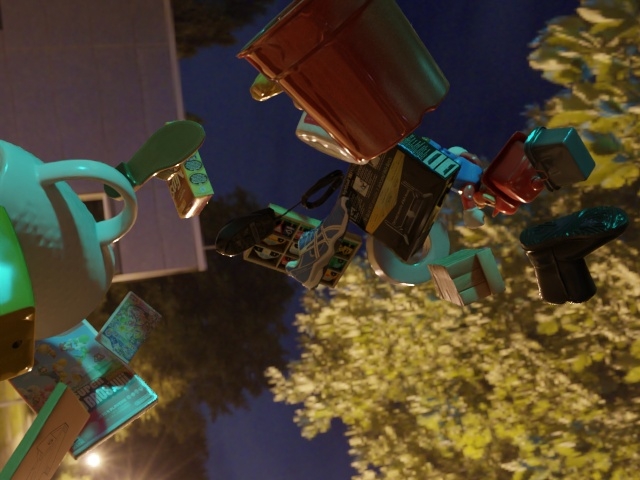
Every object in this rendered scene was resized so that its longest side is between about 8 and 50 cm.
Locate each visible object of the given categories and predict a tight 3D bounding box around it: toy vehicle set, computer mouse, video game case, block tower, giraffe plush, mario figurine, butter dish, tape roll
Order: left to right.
[{"bbox_3d":[-0.499,0.289,1.749,0.285,0.204,0.025,40,-37,24],"label":"video game case"},{"bbox_3d":[-0.392,0.178,1.746,0.087,0.122,0.011,44,-25,-23],"label":"video game case"},{"bbox_3d":[-0.068,-0.052,1.378,0.041,0.242,0.071,51,-16,29],"label":"computer mouse"},{"bbox_3d":[-0.052,-0.402,2.138,0.210,0.170,0.181,-47,-166,24],"label":"giraffe plush"},{"bbox_3d":[-0.046,0.017,2.233,0.166,0.267,0.035,-60,-158,28],"label":"toy vehicle set"},{"bbox_3d":[0.238,0.014,2.331,0.072,0.219,0.219,151,-69,-77],"label":"tape roll"},{"bbox_3d":[0.298,0.075,1.801,0.335,0.097,0.091,119,-52,-88],"label":"block tower"},{"bbox_3d":[0.391,-0.149,2.344,0.170,0.320,0.198,-69,-176,-87],"label":"mario figurine"},{"bbox_3d":[0.506,-0.159,2.101,0.160,0.160,0.118,-53,-148,8],"label":"butter dish"}]

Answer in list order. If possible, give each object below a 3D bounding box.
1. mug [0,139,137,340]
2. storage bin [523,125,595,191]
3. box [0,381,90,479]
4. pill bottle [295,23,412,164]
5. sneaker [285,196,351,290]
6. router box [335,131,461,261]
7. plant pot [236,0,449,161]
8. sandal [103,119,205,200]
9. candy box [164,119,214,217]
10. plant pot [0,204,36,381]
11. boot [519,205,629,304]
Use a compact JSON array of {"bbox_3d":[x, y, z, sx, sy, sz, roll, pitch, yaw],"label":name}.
[{"bbox_3d":[-0.512,-0.031,1.525,0.328,0.374,0.276,72,0,-53],"label":"mug"},{"bbox_3d":[0.496,-0.170,1.764,0.091,0.098,0.135,-5,-50,53],"label":"storage bin"},{"bbox_3d":[-0.420,0.324,1.273,0.201,0.021,0.164,-61,170,-25],"label":"box"},{"bbox_3d":[0.083,-0.342,1.870,0.318,0.176,0.176,-67,-159,-3],"label":"pill bottle"},{"bbox_3d":[0.000,0.000,1.773,0.211,0.081,0.080,-62,-179,10],"label":"sneaker"},{"bbox_3d":[0.184,-0.129,2.121,0.243,0.081,0.309,37,-41,15],"label":"router box"},{"bbox_3d":[0.051,-0.288,1.384,0.265,0.272,0.272,48,-14,-14],"label":"plant pot"},{"bbox_3d":[-0.318,-0.156,1.708,0.088,0.240,0.079,61,12,18],"label":"sandal"},{"bbox_3d":[-0.302,-0.156,1.874,0.109,0.053,0.186,-44,-114,54],"label":"candy box"},{"bbox_3d":[-0.524,0.105,1.245,0.187,0.212,0.212,43,-45,31],"label":"plant pot"},{"bbox_3d":[0.595,0.041,1.940,0.207,0.246,0.094,58,28,-31],"label":"boot"}]
